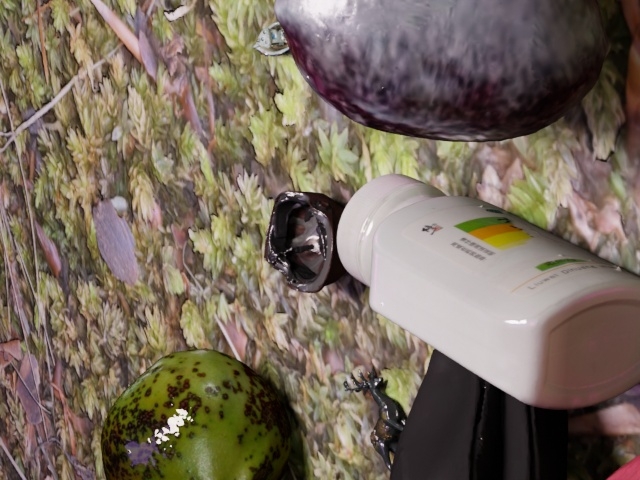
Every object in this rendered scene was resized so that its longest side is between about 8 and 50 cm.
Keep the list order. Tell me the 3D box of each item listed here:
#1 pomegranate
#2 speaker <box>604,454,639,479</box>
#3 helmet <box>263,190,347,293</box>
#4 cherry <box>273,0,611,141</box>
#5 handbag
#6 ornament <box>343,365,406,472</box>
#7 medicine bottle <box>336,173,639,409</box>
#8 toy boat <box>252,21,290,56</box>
[{"bbox_3d":[-0.128,0.218,1.916,0.204,0.276,0.222,31,112,3],"label":"pomegranate"},{"bbox_3d":[0.295,0.299,1.225,0.294,0.294,0.294,26,122,53],"label":"speaker"},{"bbox_3d":[0.000,0.000,1.708,0.123,0.070,0.098,37,121,44],"label":"helmet"},{"bbox_3d":[0.109,-0.202,1.302,0.218,0.296,0.255,-110,11,-77],"label":"cherry"},{"bbox_3d":[0.127,0.292,1.413,0.288,0.152,0.342,-83,-4,-64],"label":"handbag"},{"bbox_3d":[0.061,0.180,1.712,0.125,0.028,0.073,48,137,38],"label":"ornament"},{"bbox_3d":[0.136,0.035,1.409,0.296,0.161,0.111,30,123,54],"label":"medicine bottle"},{"bbox_3d":[-0.046,-0.208,1.748,0.083,0.038,0.038,-15,87,58],"label":"toy boat"}]
